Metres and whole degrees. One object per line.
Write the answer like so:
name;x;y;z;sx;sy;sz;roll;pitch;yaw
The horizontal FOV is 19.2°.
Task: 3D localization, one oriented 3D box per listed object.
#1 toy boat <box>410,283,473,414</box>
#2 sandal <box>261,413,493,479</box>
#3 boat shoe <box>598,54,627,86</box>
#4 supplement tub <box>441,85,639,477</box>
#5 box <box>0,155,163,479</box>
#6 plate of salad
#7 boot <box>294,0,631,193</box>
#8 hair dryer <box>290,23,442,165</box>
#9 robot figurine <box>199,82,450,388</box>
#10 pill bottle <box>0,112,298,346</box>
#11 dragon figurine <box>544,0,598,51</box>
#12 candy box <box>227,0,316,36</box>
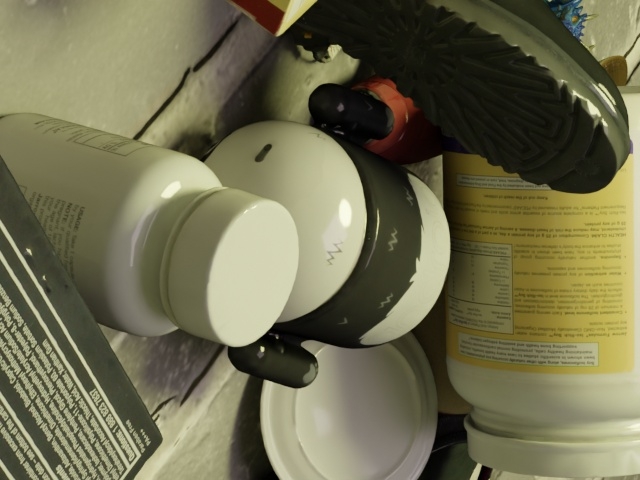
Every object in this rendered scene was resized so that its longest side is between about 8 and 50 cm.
toy boat;0.159;0.087;1.905;0.231;0.151;0.151;-16;92;-24
sandal;0.082;0.248;1.878;0.446;0.107;0.168;-29;126;-49
boat shoe;0.288;-0.170;2.075;0.135;0.045;0.050;-30;119;-43
supplement tub;0.231;0.030;1.714;0.241;0.241;0.331;-11;102;-55
box;-0.291;0.126;1.181;0.294;0.182;0.296;-55;141;-30
plate of salad;0.024;0.156;1.750;0.200;0.048;0.200;2;86;-33
boot;0.193;-0.299;1.612;0.445;0.367;0.146;-53;179;-32
hair dryer;0.078;-0.172;1.718;0.223;0.080;0.293;-56;145;-30
robot figurine;-0.001;-0.002;1.589;0.278;0.173;0.209;19;49;-58
pill bottle;-0.136;-0.004;1.320;0.131;0.229;0.131;-30;127;-48
dragon figurine;0.198;-0.210;1.767;0.289;0.144;0.085;-55;160;-69
candy box;-0.007;-0.310;1.420;0.316;0.183;0.087;-47;171;-37
